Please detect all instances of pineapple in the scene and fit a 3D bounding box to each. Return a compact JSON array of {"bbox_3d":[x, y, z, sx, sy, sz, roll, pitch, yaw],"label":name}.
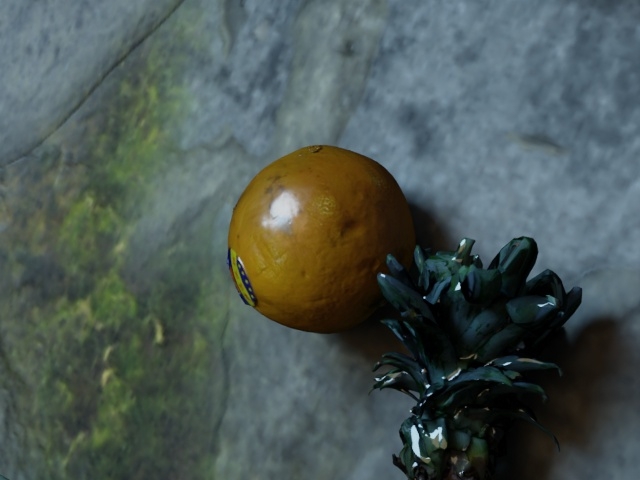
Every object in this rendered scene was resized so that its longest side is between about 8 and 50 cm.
[{"bbox_3d":[0.050,0.108,0.584,0.083,0.103,0.221,6,79,4],"label":"pineapple"}]

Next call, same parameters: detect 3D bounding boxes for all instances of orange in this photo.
[{"bbox_3d":[0.001,-0.001,0.660,0.084,0.083,0.083,-11,71,35],"label":"orange"}]

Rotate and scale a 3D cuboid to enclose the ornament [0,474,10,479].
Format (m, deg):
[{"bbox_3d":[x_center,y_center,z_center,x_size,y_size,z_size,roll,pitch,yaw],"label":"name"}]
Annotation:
[{"bbox_3d":[-0.156,0.233,0.692,0.130,0.120,0.285,-33,61,24],"label":"ornament"}]
